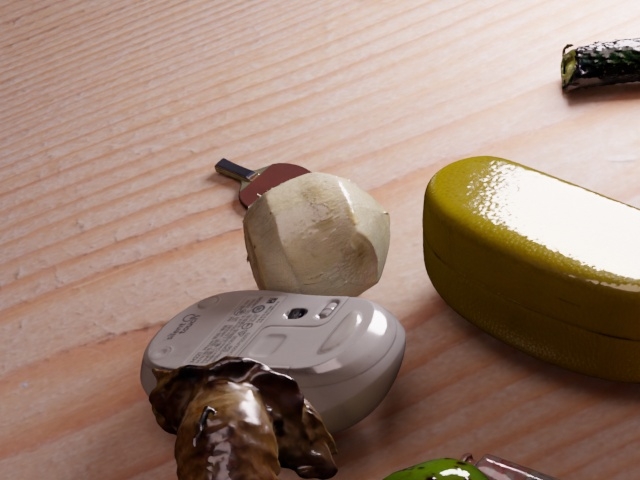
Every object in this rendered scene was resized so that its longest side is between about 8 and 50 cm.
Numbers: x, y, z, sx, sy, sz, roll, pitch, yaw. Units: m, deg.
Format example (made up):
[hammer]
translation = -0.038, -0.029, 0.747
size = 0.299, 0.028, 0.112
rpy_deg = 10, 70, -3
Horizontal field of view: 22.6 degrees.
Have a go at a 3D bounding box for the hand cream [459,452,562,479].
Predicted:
[hand cream]
translation = 0.227, 0.254, 1.534
size = 0.210, 0.043, 0.067
rpy_deg = 18, 49, 26

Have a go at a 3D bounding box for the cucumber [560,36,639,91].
[cucumber]
translation = 0.424, -0.229, 2.016
size = 0.245, 0.067, 0.067
rpy_deg = -5, 41, 13

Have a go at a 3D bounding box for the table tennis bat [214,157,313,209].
[table tennis bat]
translation = -0.071, -0.071, 2.019
size = 0.158, 0.014, 0.095
rpy_deg = 24, 55, 34

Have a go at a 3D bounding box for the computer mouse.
[computer mouse]
translation = -0.043, 0.137, 1.691
size = 0.297, 0.121, 0.184
rpy_deg = -5, 32, 32

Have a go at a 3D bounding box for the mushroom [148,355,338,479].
[mushroom]
translation = -0.060, 0.307, 1.347
size = 0.331, 0.356, 0.334
rpy_deg = 22, 4, 2

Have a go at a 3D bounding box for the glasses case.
[glasses case]
translation = 0.258, 0.040, 1.695
size = 0.371, 0.141, 0.173
rpy_deg = 24, 39, 37

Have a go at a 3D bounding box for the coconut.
[coconut]
translation = 0.000, 0.001, 1.804
size = 0.162, 0.161, 0.161
rpy_deg = -15, 39, -9

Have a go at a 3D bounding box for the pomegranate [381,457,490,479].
[pomegranate]
translation = 0.109, 0.259, 1.488
size = 0.143, 0.122, 0.169
rpy_deg = 16, 19, -22
